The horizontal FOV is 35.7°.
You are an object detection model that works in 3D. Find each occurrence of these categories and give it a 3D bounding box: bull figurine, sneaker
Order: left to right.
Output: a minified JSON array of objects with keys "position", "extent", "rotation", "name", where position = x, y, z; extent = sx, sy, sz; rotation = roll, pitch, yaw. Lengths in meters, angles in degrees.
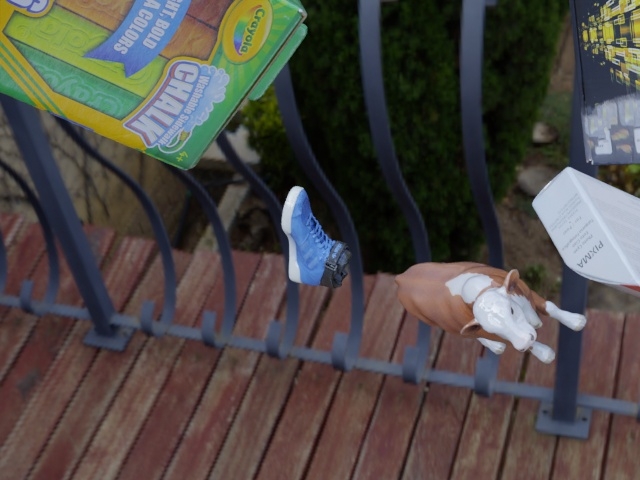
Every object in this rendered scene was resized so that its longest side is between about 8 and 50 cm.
[{"position":[0.000,-0.001,1.277],"extent":[0.084,0.152,0.058],"rotation":[12,40,19],"name":"sneaker"},{"position":[0.218,0.089,1.296],"extent":[0.101,0.188,0.310],"rotation":[-63,25,-4],"name":"bull figurine"}]

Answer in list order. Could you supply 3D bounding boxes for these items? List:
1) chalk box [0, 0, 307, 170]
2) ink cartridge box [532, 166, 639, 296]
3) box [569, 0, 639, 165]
[{"position":[-0.104,-0.143,0.610],"extent":[0.213,0.132,0.132],"rotation":[22,29,-33],"name":"chalk box"},{"position":[0.500,0.086,1.420],"extent":[0.308,0.091,0.385],"rotation":[19,36,-31],"name":"ink cartridge box"},{"position":[0.421,-0.237,0.917],"extent":[0.394,0.318,0.097],"rotation":[3,17,46],"name":"box"}]
